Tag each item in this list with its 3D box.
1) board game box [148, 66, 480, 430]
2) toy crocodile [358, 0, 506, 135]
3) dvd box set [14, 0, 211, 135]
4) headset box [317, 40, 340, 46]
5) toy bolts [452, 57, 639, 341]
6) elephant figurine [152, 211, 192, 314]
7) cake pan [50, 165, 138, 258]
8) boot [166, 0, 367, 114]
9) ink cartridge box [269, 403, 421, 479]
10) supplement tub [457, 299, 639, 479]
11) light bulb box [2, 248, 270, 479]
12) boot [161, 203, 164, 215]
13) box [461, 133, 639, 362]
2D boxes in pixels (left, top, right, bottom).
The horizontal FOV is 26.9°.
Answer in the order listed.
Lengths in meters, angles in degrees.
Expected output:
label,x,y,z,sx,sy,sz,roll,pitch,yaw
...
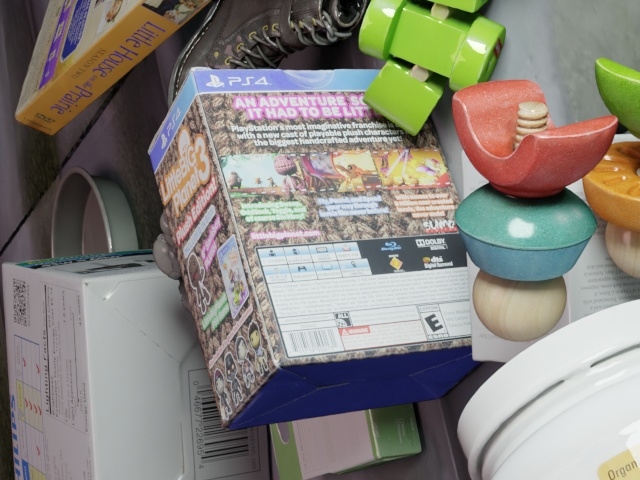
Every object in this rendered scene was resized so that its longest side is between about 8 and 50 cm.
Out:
label,x,y,z,sx,sy,sz,roll,pitch,yaw
board game box,0.000,0.000,1.213,0.141,0.232,0.291,-51,49,52
toy crocodile,0.116,-0.236,1.112,0.115,0.105,0.341,23,122,12
dvd box set,-0.215,-0.332,1.566,0.420,0.062,0.308,-28,45,49
headset box,-0.006,-0.246,1.401,0.083,0.032,0.062,46,131,51
toy bolts,0.200,-0.012,0.840,0.218,0.228,0.158,41,136,54
elephant figurine,-0.045,-0.023,1.408,0.169,0.239,0.186,-19,103,45
cake pan,-0.346,0.032,2.052,0.293,0.054,0.293,13,105,61
boot,-0.045,-0.199,1.312,0.229,0.091,0.263,2,73,57
ink cartridge box,0.013,0.159,1.398,0.235,0.056,0.171,-35,63,61
supplement tub,0.233,0.214,0.812,0.316,0.228,0.228,66,146,32
light bulb box,-0.244,0.199,1.702,0.361,0.225,0.358,6,100,62
boot,-0.126,-0.024,1.620,0.137,0.076,0.198,61,144,30
box,0.183,0.009,1.020,0.130,0.091,0.171,-1,93,61
